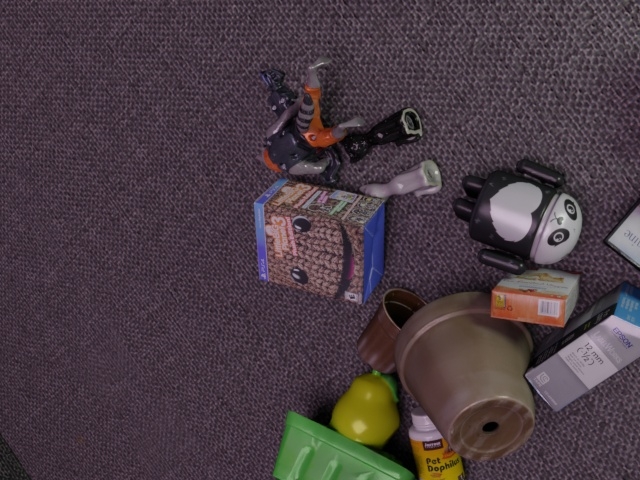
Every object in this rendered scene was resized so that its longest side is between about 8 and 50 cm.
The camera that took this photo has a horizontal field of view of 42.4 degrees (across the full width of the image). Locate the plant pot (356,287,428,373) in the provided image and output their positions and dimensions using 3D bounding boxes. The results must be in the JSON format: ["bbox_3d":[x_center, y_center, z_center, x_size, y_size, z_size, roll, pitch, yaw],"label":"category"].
[{"bbox_3d":[0.184,0.233,2.046,0.167,0.167,0.165,42,125,10],"label":"plant pot"}]

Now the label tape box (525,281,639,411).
[{"bbox_3d":[0.623,0.192,1.766,0.115,0.249,0.348,49,118,7],"label":"label tape box"}]

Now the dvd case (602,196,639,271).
[{"bbox_3d":[0.740,-0.036,1.719,0.180,0.022,0.253,40,89,11],"label":"dvd case"}]

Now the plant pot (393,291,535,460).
[{"bbox_3d":[0.347,0.323,1.843,0.323,0.280,0.323,-4,123,-6],"label":"plant pot"}]

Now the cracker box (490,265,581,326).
[{"bbox_3d":[0.480,0.118,1.825,0.156,0.232,0.067,6,104,24],"label":"cracker box"}]

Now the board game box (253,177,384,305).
[{"bbox_3d":[0.000,0.000,2.043,0.291,0.141,0.232,12,125,22],"label":"board game box"}]

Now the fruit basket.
[{"bbox_3d":[0.095,0.522,2.133,0.392,0.283,0.392,-5,61,9],"label":"fruit basket"}]

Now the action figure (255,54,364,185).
[{"bbox_3d":[-0.068,-0.295,2.000,0.341,0.178,0.330,53,137,10],"label":"action figure"}]

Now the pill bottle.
[{"bbox_3d":[0.291,0.527,2.084,0.117,0.117,0.215,-9,99,27],"label":"pill bottle"}]

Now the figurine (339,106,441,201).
[{"bbox_3d":[0.162,-0.185,1.992,0.209,0.092,0.214,-19,95,36],"label":"figurine"}]

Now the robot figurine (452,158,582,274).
[{"bbox_3d":[0.437,-0.055,1.834,0.278,0.173,0.209,23,124,19],"label":"robot figurine"}]
